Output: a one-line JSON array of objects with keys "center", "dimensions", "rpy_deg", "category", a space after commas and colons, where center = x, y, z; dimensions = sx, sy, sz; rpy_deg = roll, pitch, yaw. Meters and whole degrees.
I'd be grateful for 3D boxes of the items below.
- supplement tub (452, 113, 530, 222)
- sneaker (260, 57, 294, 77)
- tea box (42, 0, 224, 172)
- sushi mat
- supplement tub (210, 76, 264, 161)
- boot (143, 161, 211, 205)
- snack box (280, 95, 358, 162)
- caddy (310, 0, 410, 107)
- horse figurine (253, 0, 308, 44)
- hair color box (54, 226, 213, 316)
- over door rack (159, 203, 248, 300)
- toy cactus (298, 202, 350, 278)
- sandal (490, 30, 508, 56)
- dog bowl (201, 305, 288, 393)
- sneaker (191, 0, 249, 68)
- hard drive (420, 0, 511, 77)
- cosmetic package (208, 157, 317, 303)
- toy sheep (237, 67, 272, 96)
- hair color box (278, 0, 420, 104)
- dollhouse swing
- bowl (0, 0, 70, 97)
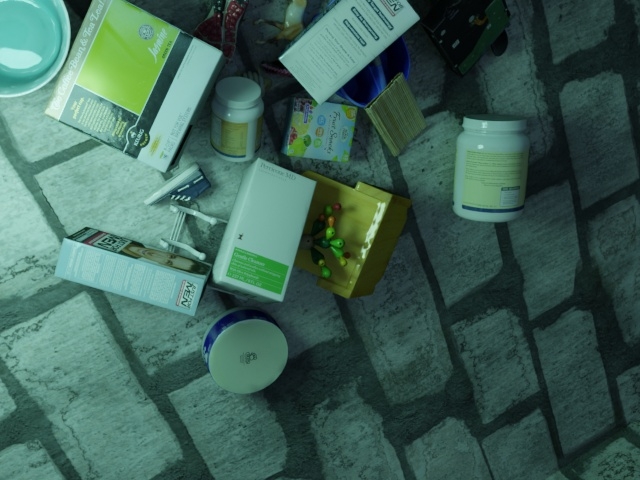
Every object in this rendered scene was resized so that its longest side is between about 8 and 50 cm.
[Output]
[{"center": [0.560, -0.241, 2.071], "dimensions": [0.235, 0.235, 0.325], "rpy_deg": [-7, 109, -20], "category": "supplement tub"}, {"center": [-0.118, -0.510, 1.829], "dimensions": [0.119, 0.047, 0.057], "rpy_deg": [4, 86, -25], "category": "sneaker"}, {"center": [-0.454, -0.390, 1.586], "dimensions": [0.323, 0.220, 0.329], "rpy_deg": [27, 97, -11], "category": "tea box"}, {"center": [0.237, -0.375, 1.924], "dimensions": [0.151, 0.019, 0.316], "rpy_deg": [-47, 151, 2], "category": "sushi mat"}, {"center": [-0.231, -0.333, 1.739], "dimensions": [0.144, 0.144, 0.199], "rpy_deg": [-9, 139, -19], "category": "supplement tub"}, {"center": [-0.408, -0.138, 1.809], "dimensions": [0.190, 0.069, 0.086], "rpy_deg": [-37, 113, -9], "category": "boot"}, {"center": [-0.004, -0.336, 1.909], "dimensions": [0.207, 0.070, 0.174], "rpy_deg": [2, 105, -24], "category": "snack box"}, {"center": [0.118, -0.553, 1.828], "dimensions": [0.241, 0.179, 0.341], "rpy_deg": [-33, 115, -10], "category": "caddy"}, {"center": [-0.097, -0.649, 1.776], "dimensions": [0.174, 0.066, 0.263], "rpy_deg": [1, 108, -16], "category": "horse figurine"}, {"center": [-0.497, 0.080, 1.719], "dimensions": [0.374, 0.185, 0.113], "rpy_deg": [18, 100, -6], "category": "hair color box"}, {"center": [-0.319, 0.044, 1.883], "dimensions": [0.324, 0.108, 0.239], "rpy_deg": [15, 101, -25], "category": "over door rack"}, {"center": [0.000, 0.000, 1.884], "dimensions": [0.112, 0.180, 0.219], "rpy_deg": [-10, 98, -57], "category": "toy cactus"}, {"center": [0.559, -0.687, 2.045], "dimensions": [0.067, 0.040, 0.179], "rpy_deg": [-22, 99, -20], "category": "sandal"}, {"center": [-0.240, 0.351, 2.013], "dimensions": [0.265, 0.104, 0.265], "rpy_deg": [-7, 109, -20], "category": "dog bowl"}, {"center": [-0.261, -0.586, 1.711], "dimensions": [0.121, 0.112, 0.299], "rpy_deg": [28, 108, -11], "category": "sneaker"}, {"center": [0.440, -0.648, 1.870], "dimensions": [0.237, 0.064, 0.339], "rpy_deg": [-48, 154, 12], "category": "hard drive"}, {"center": [-0.164, -0.022, 1.789], "dimensions": [0.197, 0.155, 0.365], "rpy_deg": [20, 75, -19], "category": "cosmetic package"}, {"center": [-0.202, -0.441, 1.791], "dimensions": [0.132, 0.091, 0.091], "rpy_deg": [-9, 110, -4], "category": "toy sheep"}, {"center": [0.073, -0.545, 1.676], "dimensions": [0.347, 0.105, 0.174], "rpy_deg": [-37, 112, 19], "category": "hair color box"}, {"center": [0.061, -0.035, 2.037], "dimensions": [0.315, 0.305, 0.347], "rpy_deg": [2, 110, -66], "category": "dollhouse swing"}, {"center": [-0.739, -0.494, 1.495], "dimensions": [0.311, 0.163, 0.311], "rpy_deg": [-2, 100, -10], "category": "bowl"}]
